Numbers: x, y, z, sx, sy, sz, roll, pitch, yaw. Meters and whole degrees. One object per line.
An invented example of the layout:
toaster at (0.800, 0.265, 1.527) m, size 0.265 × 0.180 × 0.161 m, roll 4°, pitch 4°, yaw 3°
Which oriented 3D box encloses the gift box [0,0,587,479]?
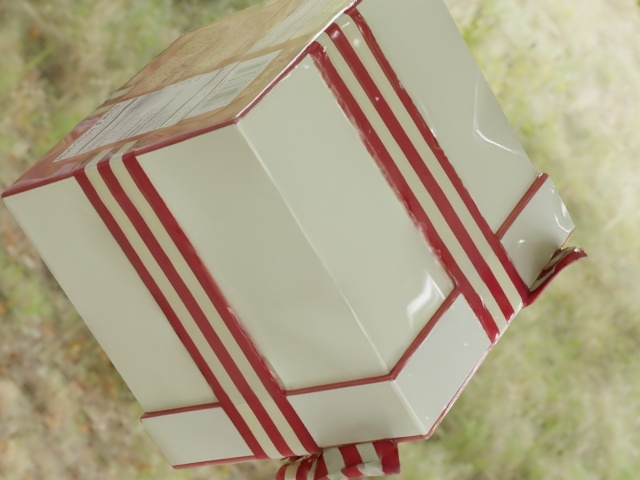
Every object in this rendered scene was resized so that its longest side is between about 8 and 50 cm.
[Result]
gift box at (0.000, 0.000, 1.051) m, size 0.276 × 0.255 × 0.258 m, roll -9°, pitch -61°, yaw 46°
